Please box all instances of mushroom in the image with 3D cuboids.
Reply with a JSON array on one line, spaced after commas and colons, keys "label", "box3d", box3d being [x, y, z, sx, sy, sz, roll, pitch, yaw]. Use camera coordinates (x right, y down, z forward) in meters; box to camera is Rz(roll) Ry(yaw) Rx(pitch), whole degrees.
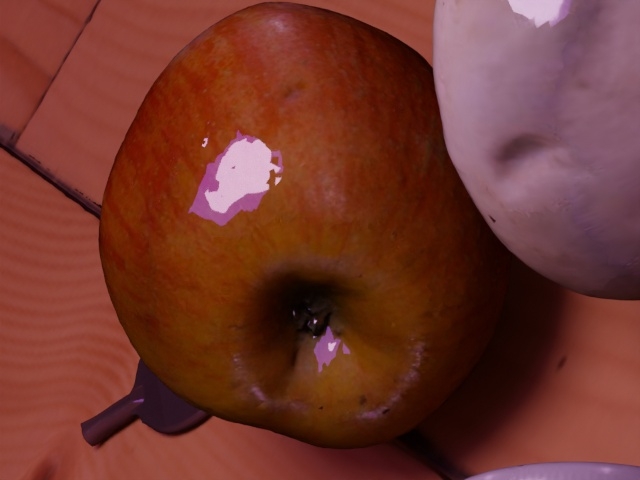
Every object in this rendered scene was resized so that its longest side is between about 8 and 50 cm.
[{"label": "mushroom", "box3d": [0.221, -0.101, 1.128, 0.315, 0.356, 0.315, -5, 67, 12]}]

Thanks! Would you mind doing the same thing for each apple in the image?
[{"label": "apple", "box3d": [0.000, 0.000, 1.261, 0.301, 0.301, 0.301, -22, 54, 34]}]

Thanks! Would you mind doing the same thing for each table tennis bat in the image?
[{"label": "table tennis bat", "box3d": [-0.164, 0.101, 1.487, 0.170, 0.119, 0.107, -35, 47, 23]}]

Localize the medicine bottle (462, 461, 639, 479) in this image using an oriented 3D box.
[{"label": "medicine bottle", "box3d": [0.143, 0.309, 1.006, 0.208, 0.208, 0.340, -19, 55, 36]}]
